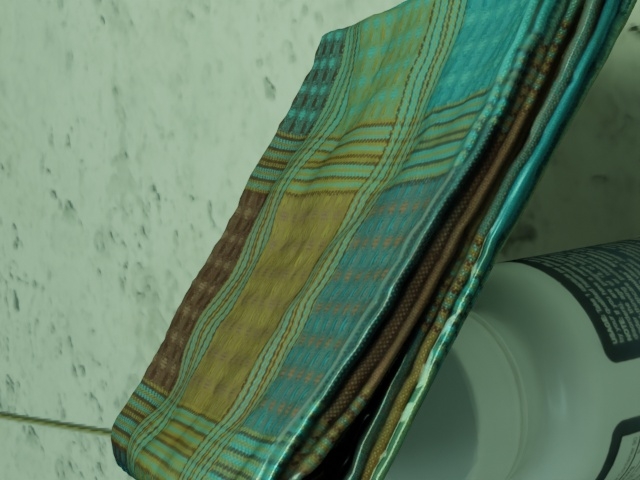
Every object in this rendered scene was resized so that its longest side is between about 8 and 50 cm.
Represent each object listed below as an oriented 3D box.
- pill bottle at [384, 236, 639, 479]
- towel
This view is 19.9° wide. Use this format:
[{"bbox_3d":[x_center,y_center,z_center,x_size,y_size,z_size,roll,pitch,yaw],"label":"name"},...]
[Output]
[{"bbox_3d":[0.104,0.058,0.787,0.108,0.180,0.108,12,105,49],"label":"pill bottle"},{"bbox_3d":[0.000,0.000,0.804,0.271,0.040,0.370,-61,13,-9],"label":"towel"}]
